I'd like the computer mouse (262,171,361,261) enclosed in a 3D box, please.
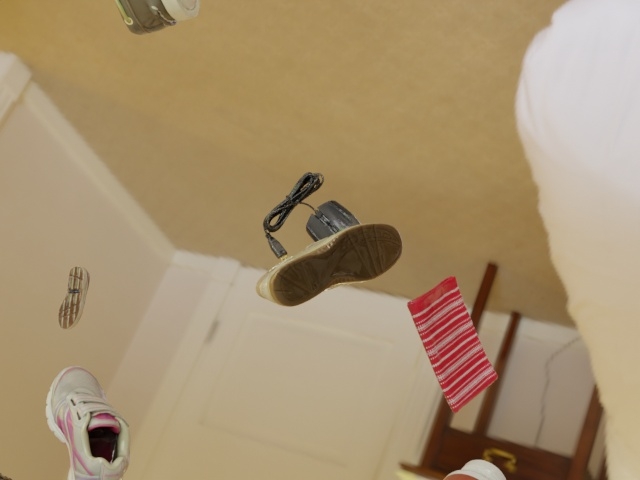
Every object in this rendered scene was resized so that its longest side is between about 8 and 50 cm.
[{"bbox_3d":[0.000,0.000,2.064,0.262,0.184,0.060,49,-178,10],"label":"computer mouse"}]

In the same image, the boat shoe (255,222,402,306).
[{"bbox_3d":[0.018,0.042,1.908,0.098,0.302,0.109,-1,110,61],"label":"boat shoe"}]

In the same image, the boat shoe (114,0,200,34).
[{"bbox_3d":[-0.249,-0.398,1.217,0.091,0.109,0.305,-18,104,23],"label":"boat shoe"}]

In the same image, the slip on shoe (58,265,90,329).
[{"bbox_3d":[-0.508,0.121,2.094,0.051,0.135,0.041,1,164,14],"label":"slip on shoe"}]

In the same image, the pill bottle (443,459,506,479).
[{"bbox_3d":[0.248,0.485,1.787,0.121,0.216,0.121,15,120,28],"label":"pill bottle"}]

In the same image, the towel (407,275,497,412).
[{"bbox_3d":[0.305,0.233,2.314,0.031,0.199,0.274,-22,91,42],"label":"towel"}]

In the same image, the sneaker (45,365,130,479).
[{"bbox_3d":[-0.344,0.286,1.546,0.103,0.252,0.111,4,133,-38],"label":"sneaker"}]

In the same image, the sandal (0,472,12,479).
[{"bbox_3d":[-0.365,0.487,1.493,0.167,0.107,0.446,27,162,49],"label":"sandal"}]
